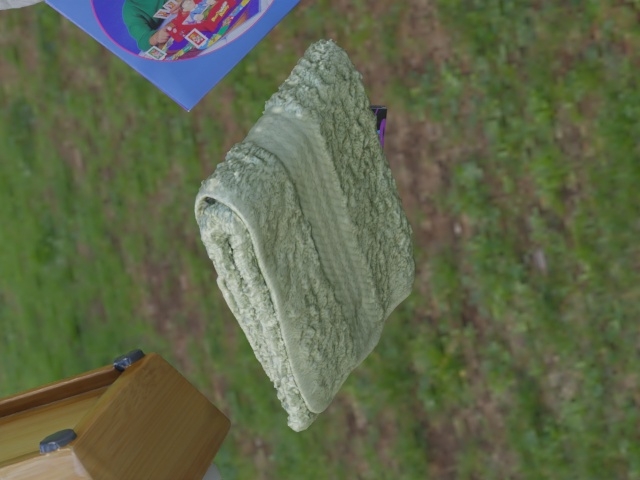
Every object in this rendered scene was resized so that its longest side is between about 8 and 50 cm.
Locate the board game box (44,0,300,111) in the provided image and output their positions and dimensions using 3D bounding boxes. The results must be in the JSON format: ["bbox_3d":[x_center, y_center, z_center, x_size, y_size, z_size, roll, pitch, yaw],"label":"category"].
[{"bbox_3d":[-0.072,-0.299,1.258,0.233,0.347,0.078,37,-167,-49],"label":"board game box"}]

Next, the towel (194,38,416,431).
[{"bbox_3d":[0.000,0.000,0.632,0.027,0.110,0.148,13,142,30],"label":"towel"}]

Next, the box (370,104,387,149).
[{"bbox_3d":[0.011,-0.038,1.316,0.029,0.116,0.162,12,101,32],"label":"box"}]

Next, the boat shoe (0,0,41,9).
[{"bbox_3d":[-0.191,-0.219,0.811,0.335,0.121,0.119,131,138,-76],"label":"boat shoe"}]

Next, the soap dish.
[{"bbox_3d":[-0.225,0.184,1.035,0.229,0.291,0.118,-56,-54,-71],"label":"soap dish"}]
